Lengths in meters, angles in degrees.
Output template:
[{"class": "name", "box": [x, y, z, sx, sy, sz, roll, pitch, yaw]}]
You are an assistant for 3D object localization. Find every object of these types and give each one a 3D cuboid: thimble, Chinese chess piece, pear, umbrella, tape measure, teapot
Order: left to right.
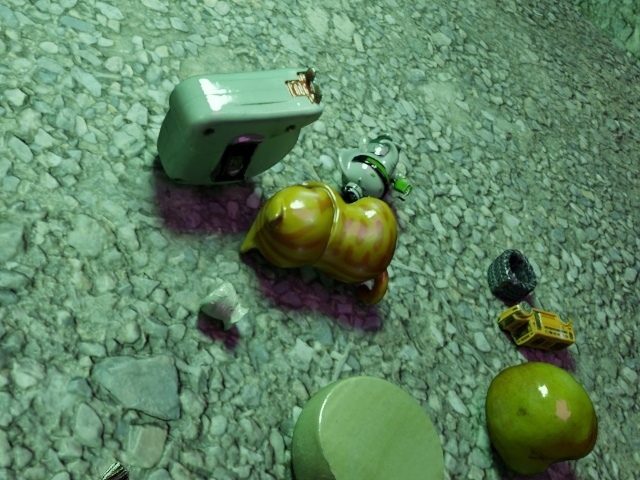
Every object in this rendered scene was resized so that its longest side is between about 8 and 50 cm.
[{"class": "umbrella", "box": [-0.283, 0.320, 1.167, 0.031, 0.020, 0.083, 50, 48, 8]}, {"class": "teapot", "box": [-0.152, 0.104, 1.414, 0.064, 0.064, 0.083, 48, 10, -7]}, {"class": "tape measure", "box": [-0.144, -0.188, 1.508, 0.243, 0.246, 0.125, -9, 62, -30]}, {"class": "Chinese chess piece", "box": [0.073, 0.335, 1.367, 0.250, 0.101, 0.250, 21, 47, -24]}, {"class": "thimble", "box": [0.407, 0.074, 1.859, 0.095, 0.066, 0.104, 34, 43, -8]}, {"class": "pear", "box": [0.393, 0.315, 1.570, 0.200, 0.200, 0.200, 21, 47, -24]}]

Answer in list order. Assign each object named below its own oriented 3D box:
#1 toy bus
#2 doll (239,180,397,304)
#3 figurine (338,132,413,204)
[{"class": "toy bus", "box": [0.443, 0.180, 1.800, 0.162, 0.069, 0.074, 15, 52, -30]}, {"class": "doll", "box": [0.008, -0.011, 1.552, 0.269, 0.167, 0.162, 18, 46, -22]}, {"class": "figurine", "box": [0.102, -0.139, 1.757, 0.147, 0.126, 0.192, 52, 51, -20]}]
